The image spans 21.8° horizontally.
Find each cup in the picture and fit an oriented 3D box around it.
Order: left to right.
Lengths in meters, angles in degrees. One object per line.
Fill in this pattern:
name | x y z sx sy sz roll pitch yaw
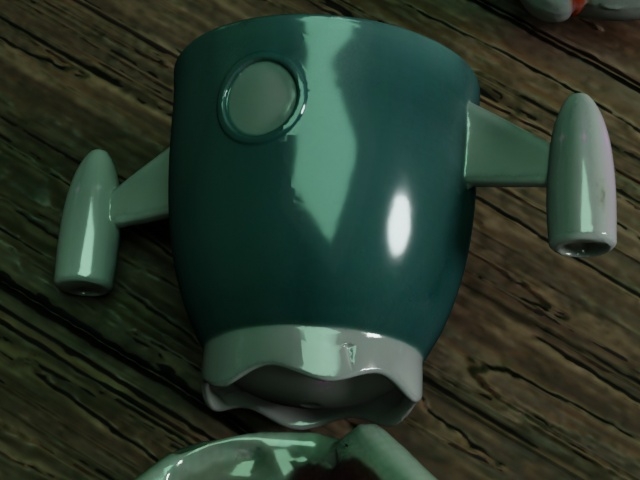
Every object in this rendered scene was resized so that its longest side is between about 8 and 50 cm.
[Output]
cup | 0.000 0.000 0.832 0.299 0.167 0.173 -6 70 22

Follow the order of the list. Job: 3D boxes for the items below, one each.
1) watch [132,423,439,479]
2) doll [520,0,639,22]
watch | -0.022 0.203 0.718 0.241 0.162 0.253 -19 47 -19
doll | 0.129 -0.223 0.994 0.336 0.105 0.200 34 63 22
